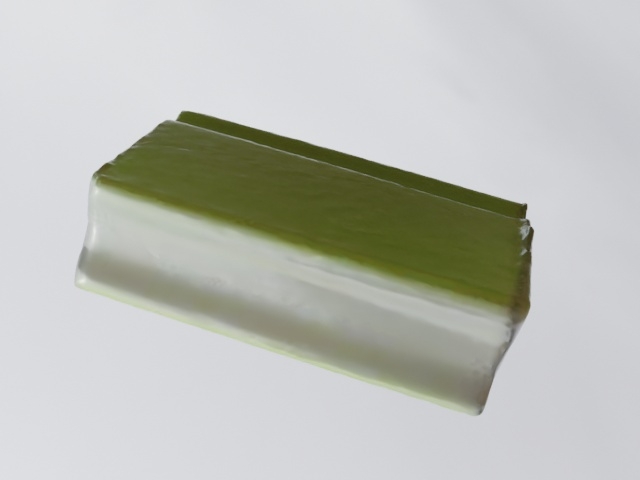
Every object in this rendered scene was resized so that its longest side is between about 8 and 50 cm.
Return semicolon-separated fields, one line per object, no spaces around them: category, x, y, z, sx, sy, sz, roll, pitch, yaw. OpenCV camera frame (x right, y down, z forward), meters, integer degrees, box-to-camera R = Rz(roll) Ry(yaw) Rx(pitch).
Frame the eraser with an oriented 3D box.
eraser;0.000;0.000;0.725;0.274;0.092;0.210;15;-157;6
